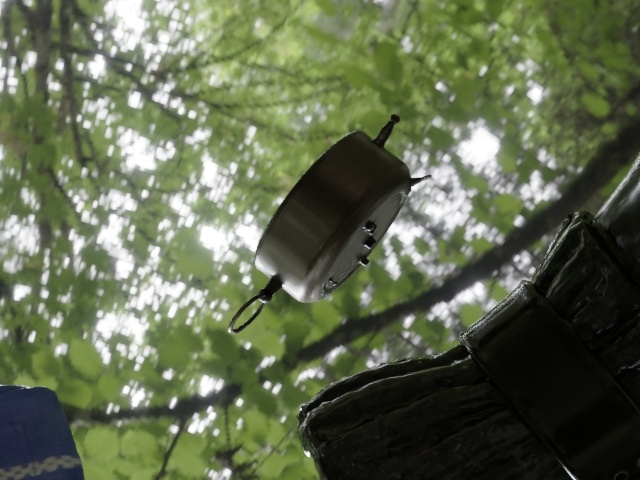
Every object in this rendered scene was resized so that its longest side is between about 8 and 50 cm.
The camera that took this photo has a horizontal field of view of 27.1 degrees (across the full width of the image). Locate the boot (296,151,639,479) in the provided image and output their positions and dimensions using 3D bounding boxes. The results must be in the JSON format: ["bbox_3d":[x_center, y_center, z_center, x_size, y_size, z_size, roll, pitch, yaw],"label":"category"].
[{"bbox_3d":[0.106,0.022,0.490,0.260,0.348,0.131,-20,-129,4],"label":"boot"}]

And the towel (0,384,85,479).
[{"bbox_3d":[-0.149,0.144,0.364,0.243,0.040,0.336,3,-153,-28],"label":"towel"}]

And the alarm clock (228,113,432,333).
[{"bbox_3d":[0.000,0.000,0.982,0.064,0.129,0.192,42,-103,12],"label":"alarm clock"}]
